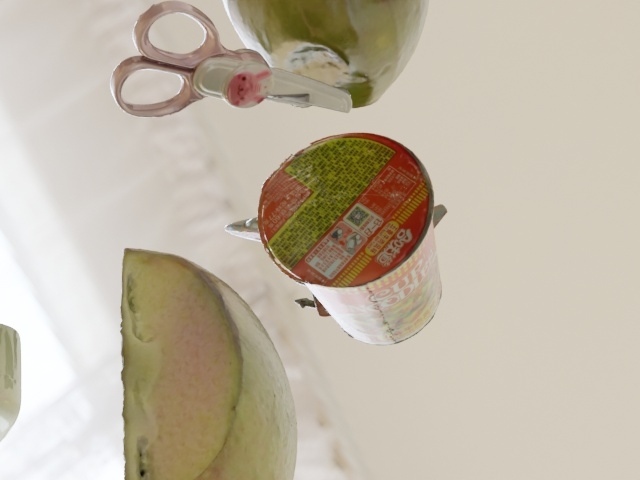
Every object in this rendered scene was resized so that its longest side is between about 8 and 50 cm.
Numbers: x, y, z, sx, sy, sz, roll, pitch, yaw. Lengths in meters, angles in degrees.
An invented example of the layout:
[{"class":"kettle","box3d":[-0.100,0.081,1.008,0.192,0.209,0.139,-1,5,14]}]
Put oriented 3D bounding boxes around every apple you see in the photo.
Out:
[{"class":"apple","box3d":[-0.074,0.140,1.586,0.193,0.120,0.265,50,27,-46]}]

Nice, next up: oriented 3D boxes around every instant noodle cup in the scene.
[{"class":"instant noodle cup","box3d":[0.048,0.013,2.168,0.193,0.193,0.212,39,-12,28]}]

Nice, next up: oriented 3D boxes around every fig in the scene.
[{"class":"fig","box3d":[0.016,-0.238,1.967,0.230,0.207,0.207,61,-25,-11]}]

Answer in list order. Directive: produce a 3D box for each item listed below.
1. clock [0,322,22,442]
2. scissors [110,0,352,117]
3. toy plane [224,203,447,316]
[{"class":"clock","box3d":[-0.476,0.173,2.159,0.324,0.265,0.109,132,-42,-59]},{"class":"scissors","box3d":[-0.073,-0.152,1.855,0.118,0.242,0.030,-62,-145,28]},{"class":"toy plane","box3d":[0.004,0.005,2.503,0.326,0.223,0.104,1,-37,47]}]
